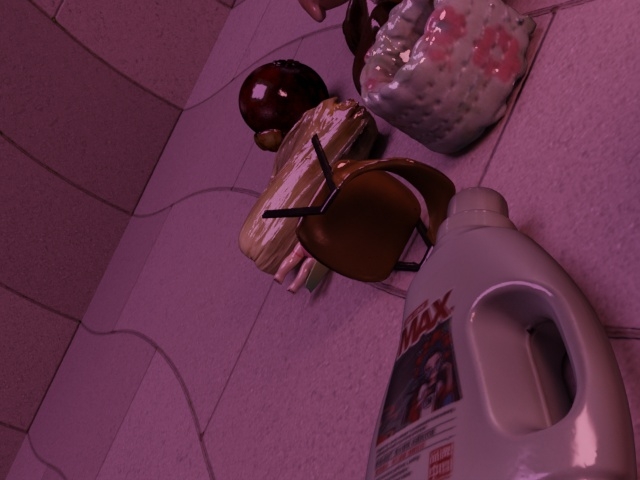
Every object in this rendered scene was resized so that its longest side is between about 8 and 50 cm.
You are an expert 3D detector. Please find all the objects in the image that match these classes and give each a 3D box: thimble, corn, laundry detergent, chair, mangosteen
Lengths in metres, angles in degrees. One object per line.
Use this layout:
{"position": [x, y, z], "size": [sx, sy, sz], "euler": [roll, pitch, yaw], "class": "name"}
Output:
{"position": [0.160, -0.231, 1.065], "size": [0.211, 0.149, 0.185], "euler": [-50, 24, 28], "class": "thimble"}
{"position": [-0.019, -0.086, 1.324], "size": [0.305, 0.122, 0.123], "euler": [-59, 24, 6], "class": "corn"}
{"position": [0.154, 0.106, 0.750], "size": [0.264, 0.125, 0.397], "euler": [-42, 29, 44], "class": "laundry detergent"}
{"position": [0.056, -0.038, 1.065], "size": [0.172, 0.159, 0.247], "euler": [-59, 22, 5], "class": "chair"}
{"position": [-0.069, -0.240, 1.566], "size": [0.200, 0.200, 0.199], "euler": [-47, 27, 34], "class": "mangosteen"}

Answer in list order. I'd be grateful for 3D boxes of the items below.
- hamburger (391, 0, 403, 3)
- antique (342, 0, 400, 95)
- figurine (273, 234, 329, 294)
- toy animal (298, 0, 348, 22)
{"position": [0.131, -0.520, 1.132], "size": [0.277, 0.396, 0.395], "euler": [-17, 50, 58], "class": "hamburger"}
{"position": [0.103, -0.310, 1.323], "size": [0.143, 0.121, 0.256], "euler": [-60, 28, 31], "class": "antique"}
{"position": [0.000, 0.000, 1.239], "size": [0.187, 0.083, 0.083], "euler": [-51, 24, 7], "class": "figurine"}
{"position": [0.056, -0.557, 1.580], "size": [0.213, 0.256, 0.195], "euler": [55, 156, 23], "class": "toy animal"}
